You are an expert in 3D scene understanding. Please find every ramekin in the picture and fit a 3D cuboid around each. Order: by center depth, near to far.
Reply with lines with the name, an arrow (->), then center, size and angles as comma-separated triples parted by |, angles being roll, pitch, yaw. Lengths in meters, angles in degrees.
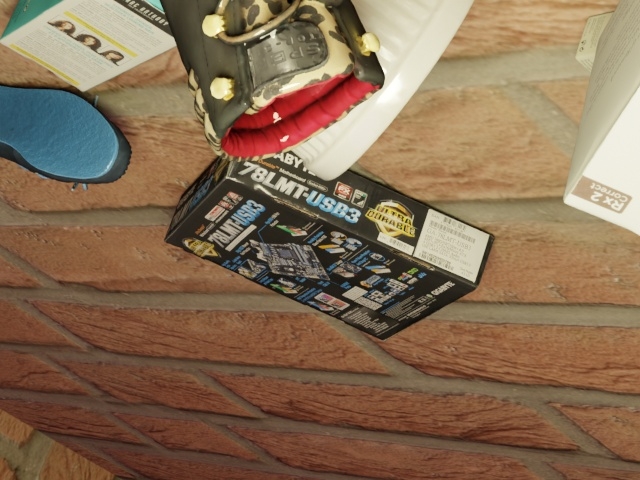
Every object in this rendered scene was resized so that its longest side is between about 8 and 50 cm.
ramekin -> 0.020, -0.159, 1.278 | 0.109, 0.207, 0.207 | 36, 157, -9

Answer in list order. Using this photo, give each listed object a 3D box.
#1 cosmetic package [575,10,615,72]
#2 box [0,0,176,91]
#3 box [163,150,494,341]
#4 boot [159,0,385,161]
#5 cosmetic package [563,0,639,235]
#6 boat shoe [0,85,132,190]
cosmetic package -> 0.259, -0.148, 1.293 | 0.060, 0.041, 0.115 | 34, 156, -31
box -> -0.196, -0.208, 1.546 | 0.100, 0.060, 0.244 | 30, 157, -25
box -> 0.000, 0.000, 1.868 | 0.293, 0.073, 0.295 | 25, 159, -10
boot -> -0.049, -0.221, 1.041 | 0.138, 0.284, 0.377 | -17, 171, -17
cosmetic package -> 0.270, -0.103, 1.137 | 0.151, 0.183, 0.151 | 21, 138, -4
boat shoe -> -0.289, -0.118, 1.841 | 0.258, 0.109, 0.089 | 26, 174, 37
